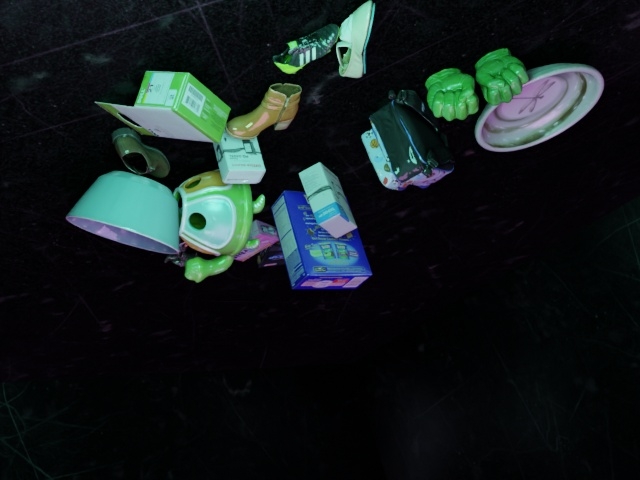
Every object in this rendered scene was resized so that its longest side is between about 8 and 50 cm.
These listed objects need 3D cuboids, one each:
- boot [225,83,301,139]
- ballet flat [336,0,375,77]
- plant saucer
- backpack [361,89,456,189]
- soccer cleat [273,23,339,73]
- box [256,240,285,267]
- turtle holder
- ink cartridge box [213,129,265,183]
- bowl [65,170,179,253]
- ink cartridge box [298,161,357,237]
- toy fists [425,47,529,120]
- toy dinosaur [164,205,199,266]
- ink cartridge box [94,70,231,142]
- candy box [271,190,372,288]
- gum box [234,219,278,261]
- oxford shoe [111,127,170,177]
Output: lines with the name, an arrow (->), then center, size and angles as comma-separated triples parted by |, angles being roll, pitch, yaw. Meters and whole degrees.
boot -> -0.148, -0.342, 1.758 | 0.197, 0.072, 0.152 | -19, 160, -27
ballet flat -> 0.079, -0.476, 1.620 | 0.086, 0.086, 0.248 | -14, 156, -8
plant saucer -> 0.650, -0.424, 2.069 | 0.401, 0.100, 0.400 | -15, 155, -7
backpack -> 0.268, -0.265, 1.983 | 0.213, 0.276, 0.264 | -30, 160, 36
soccer cleat -> -0.034, -0.456, 1.601 | 0.179, 0.060, 0.072 | -29, 152, 31
box -> -0.119, 0.032, 2.589 | 0.221, 0.051, 0.175 | -6, 153, -25
turtle holder -> -0.325, -0.060, 2.007 | 0.228, 0.243, 0.320 | 0, 139, -31
ink cartridge box -> -0.222, -0.233, 1.836 | 0.109, 0.150, 0.063 | -3, 152, -29
bowl -> -0.518, -0.085, 1.861 | 0.312, 0.163, 0.311 | 15, 169, 3
ink cartridge box -> 0.024, -0.129, 2.161 | 0.086, 0.203, 0.148 | -27, 154, 16
toy fists -> 0.431, -0.426, 1.869 | 0.279, 0.142, 0.096 | -20, 156, 4
toy dinosaur -> -0.445, -0.044, 2.156 | 0.322, 0.164, 0.218 | 5, 137, -6
ink cartridge box -> -0.379, -0.323, 1.632 | 0.255, 0.096, 0.189 | 10, 168, 27
candy box -> 0.000, 0.000, 2.278 | 0.268, 0.317, 0.122 | 3, 150, -35
gum box -> -0.250, 0.000, 2.420 | 0.188, 0.062, 0.107 | -30, 153, 27
oxford shoe -> -0.473, -0.206, 1.800 | 0.083, 0.096, 0.227 | -25, 157, 13
